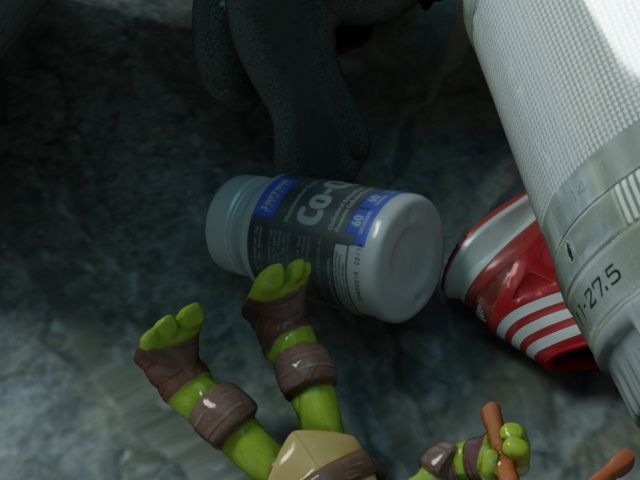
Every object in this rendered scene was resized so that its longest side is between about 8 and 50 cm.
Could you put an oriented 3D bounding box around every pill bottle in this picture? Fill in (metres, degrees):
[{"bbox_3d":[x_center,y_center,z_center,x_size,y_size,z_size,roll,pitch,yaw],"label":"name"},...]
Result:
[{"bbox_3d":[0.000,0.000,0.682,0.137,0.078,0.078,12,50,36],"label":"pill bottle"}]

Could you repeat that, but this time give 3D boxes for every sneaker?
[{"bbox_3d":[0.194,0.002,0.694,0.221,0.087,0.128,-39,66,-12],"label":"sneaker"}]

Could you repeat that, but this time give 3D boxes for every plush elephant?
[{"bbox_3d":[0.005,-0.228,0.793,0.272,0.330,0.255,-39,14,12],"label":"plush elephant"}]

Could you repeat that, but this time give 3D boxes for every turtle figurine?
[{"bbox_3d":[0.009,0.120,0.587,0.269,0.087,0.217,-28,68,-10],"label":"turtle figurine"}]

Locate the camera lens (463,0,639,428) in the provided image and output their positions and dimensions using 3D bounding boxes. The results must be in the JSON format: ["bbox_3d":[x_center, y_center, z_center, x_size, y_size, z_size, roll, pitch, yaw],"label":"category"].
[{"bbox_3d":[0.207,-0.065,0.558,0.219,0.219,0.274,-12,65,-6],"label":"camera lens"}]

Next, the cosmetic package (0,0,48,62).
[{"bbox_3d":[-0.329,-0.261,0.670,0.329,0.394,0.327,32,53,-8],"label":"cosmetic package"}]
